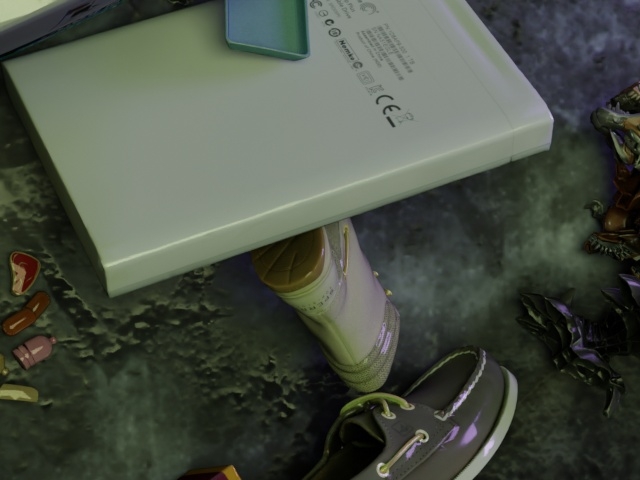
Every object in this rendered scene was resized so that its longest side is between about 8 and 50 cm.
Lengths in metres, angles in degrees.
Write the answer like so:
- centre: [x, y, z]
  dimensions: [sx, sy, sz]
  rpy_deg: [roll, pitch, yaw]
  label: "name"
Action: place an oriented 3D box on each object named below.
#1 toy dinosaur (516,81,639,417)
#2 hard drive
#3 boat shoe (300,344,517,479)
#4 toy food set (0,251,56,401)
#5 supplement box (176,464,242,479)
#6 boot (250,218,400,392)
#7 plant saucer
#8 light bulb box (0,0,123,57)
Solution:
- centre: [0.306, 0.034, 1.548]
  dimensions: [0.218, 0.164, 0.322]
  rpy_deg: [-31, 76, -31]
  label: "toy dinosaur"
- centre: [-0.035, -0.101, 1.423]
  dimensions: [0.353, 0.047, 0.233]
  rpy_deg: [-18, 50, -16]
  label: "hard drive"
- centre: [0.046, 0.173, 1.444]
  dimensions: [0.305, 0.109, 0.091]
  rpy_deg: [-46, 108, -35]
  label: "boat shoe"
- centre: [-0.240, 0.062, 1.447]
  dimensions: [0.078, 0.019, 0.122]
  rpy_deg: [8, 79, -16]
  label: "toy food set"
- centre: [-0.125, 0.265, 1.420]
  dimensions: [0.188, 0.081, 0.104]
  rpy_deg: [-36, 98, -30]
  label: "supplement box"
- centre: [0.000, 0.000, 1.478]
  dimensions: [0.077, 0.213, 0.165]
  rpy_deg: [-22, 135, 14]
  label: "boot"
- centre: [-0.045, -0.215, 1.460]
  dimensions: [0.067, 0.018, 0.192]
  rpy_deg: [9, 52, -16]
  label: "plant saucer"
- centre: [-0.244, -0.310, 1.275]
  dimensions: [0.225, 0.361, 0.358]
  rpy_deg: [-26, 96, -14]
  label: "light bulb box"
